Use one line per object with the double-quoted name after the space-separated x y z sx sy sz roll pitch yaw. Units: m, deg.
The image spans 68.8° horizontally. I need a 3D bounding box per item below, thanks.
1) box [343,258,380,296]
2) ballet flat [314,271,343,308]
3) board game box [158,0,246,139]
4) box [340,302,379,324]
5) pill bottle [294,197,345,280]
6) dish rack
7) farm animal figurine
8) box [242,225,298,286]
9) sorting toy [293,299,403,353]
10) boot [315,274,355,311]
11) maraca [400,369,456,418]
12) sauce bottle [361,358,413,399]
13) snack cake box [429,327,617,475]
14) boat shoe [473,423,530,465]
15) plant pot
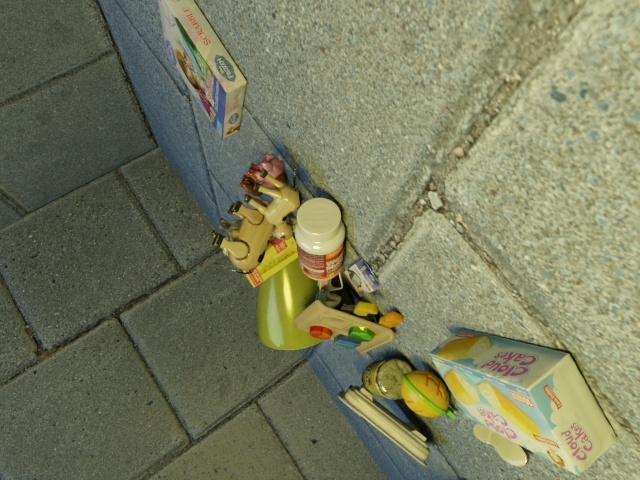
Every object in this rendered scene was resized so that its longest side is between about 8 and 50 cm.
0.105 0.096 1.185 0.081 0.028 0.136 56 165 6 "box"
0.022 0.134 1.297 0.077 0.079 0.221 -65 -16 -68 "ballet flat"
-0.324 -0.477 1.279 0.318 0.066 0.319 57 164 1 "board game box"
0.119 0.233 1.314 0.094 0.027 0.137 0 131 25 "box"
0.000 0.000 1.140 0.121 0.121 0.221 49 162 25 "pill bottle"
0.212 0.574 1.513 0.333 0.072 0.285 36 171 13 "dish rack"
-0.145 -0.054 1.207 0.172 0.327 0.330 29 -172 -18 "farm animal figurine"
-0.125 0.031 1.357 0.058 0.232 0.087 36 155 54 "box"
0.072 0.226 1.225 0.229 0.041 0.307 24 150 -11 "sorting toy"
0.024 0.113 1.355 0.219 0.082 0.106 50 165 29 "boot"
0.266 0.380 1.142 0.186 0.099 0.127 38 -173 -37 "maraca"
0.186 0.414 1.395 0.111 0.111 0.344 54 164 11 "sauce bottle"
0.310 0.245 0.764 0.152 0.089 0.264 60 164 -6 "snack cake box"
0.382 0.422 0.974 0.043 0.049 0.137 18 178 -26 "boat shoe"
-0.097 0.156 1.527 0.275 0.275 0.293 29 133 58 "plant pot"
